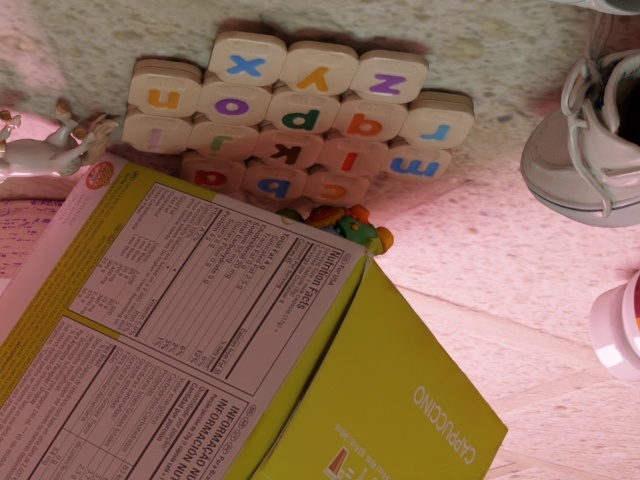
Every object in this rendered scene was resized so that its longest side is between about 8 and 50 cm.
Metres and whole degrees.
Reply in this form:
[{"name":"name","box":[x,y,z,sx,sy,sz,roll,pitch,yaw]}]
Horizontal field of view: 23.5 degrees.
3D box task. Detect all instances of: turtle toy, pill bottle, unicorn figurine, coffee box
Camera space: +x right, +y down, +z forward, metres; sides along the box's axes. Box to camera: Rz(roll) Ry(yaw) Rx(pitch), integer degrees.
[{"name":"turtle toy","box":[0.000,0.000,1.457,0.130,0.095,0.066,-1,119,43]},{"name":"pill bottle","box":[0.379,0.067,1.525,0.121,0.121,0.221,18,152,-32]},{"name":"unicorn figurine","box":[-0.261,-0.077,1.320,0.162,0.060,0.111,9,155,-15]},{"name":"coffee box","box":[-0.093,0.182,1.354,0.334,0.338,0.337,19,159,38]}]

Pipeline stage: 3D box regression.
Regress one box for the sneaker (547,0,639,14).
[{"name":"sneaker","box":[0.159,-0.188,1.051,0.152,0.054,0.061,14,169,-19]}]

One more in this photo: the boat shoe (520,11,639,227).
[{"name":"boat shoe","box":[0.233,-0.096,1.102,0.156,0.136,0.367,28,167,-25]}]

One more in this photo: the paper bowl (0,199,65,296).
[{"name":"paper bowl","box":[-0.274,0.078,1.577,0.284,0.148,0.284,2,155,1]}]

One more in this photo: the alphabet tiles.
[{"name":"alphabet tiles","box":[-0.022,-0.099,1.298,0.284,0.021,0.278,6,156,-9]}]
